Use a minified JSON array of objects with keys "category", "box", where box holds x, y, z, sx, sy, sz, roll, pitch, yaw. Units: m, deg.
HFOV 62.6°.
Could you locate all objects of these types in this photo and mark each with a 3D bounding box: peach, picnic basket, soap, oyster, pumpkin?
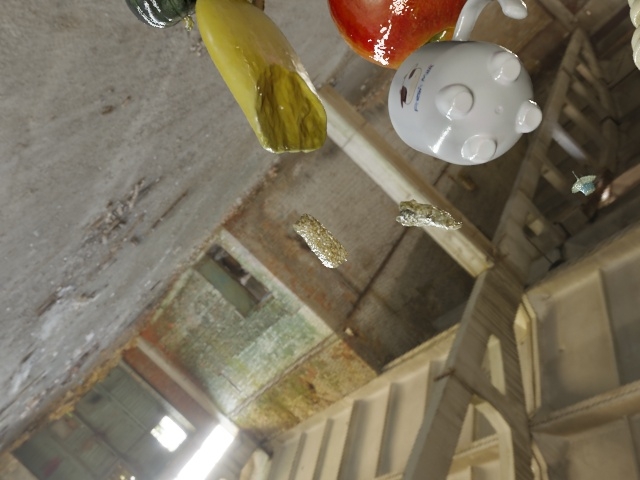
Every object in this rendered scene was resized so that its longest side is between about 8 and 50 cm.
[{"category":"peach","box":[0.177,-0.567,1.131,0.290,0.372,0.372,-18,163,-39]},{"category":"picnic basket","box":[0.823,-0.182,1.647,0.065,0.083,0.083,1,142,-41]},{"category":"soap","box":[-0.133,-0.411,1.255,0.115,0.427,0.306,-31,177,37]},{"category":"oyster","box":[0.319,-0.076,1.596,0.200,0.106,0.061,-7,-168,35]},{"category":"pumpkin","box":[-0.417,-0.692,1.470,0.250,0.216,0.250,-25,-152,14]}]

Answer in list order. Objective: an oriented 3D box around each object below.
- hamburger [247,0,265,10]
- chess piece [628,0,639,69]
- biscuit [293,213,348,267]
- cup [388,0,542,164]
[{"category":"hamburger","box":[-0.229,-0.662,1.385,0.135,0.155,0.207,-58,177,-32]},{"category":"chess piece","box":[0.867,-0.577,1.347,0.167,0.167,0.299,-43,-148,50]},{"category":"biscuit","box":[0.000,0.000,1.399,0.070,0.168,0.082,-48,-157,-14]},{"category":"cup","box":[0.174,-0.166,0.578,0.173,0.134,0.142,-49,-159,6]}]
